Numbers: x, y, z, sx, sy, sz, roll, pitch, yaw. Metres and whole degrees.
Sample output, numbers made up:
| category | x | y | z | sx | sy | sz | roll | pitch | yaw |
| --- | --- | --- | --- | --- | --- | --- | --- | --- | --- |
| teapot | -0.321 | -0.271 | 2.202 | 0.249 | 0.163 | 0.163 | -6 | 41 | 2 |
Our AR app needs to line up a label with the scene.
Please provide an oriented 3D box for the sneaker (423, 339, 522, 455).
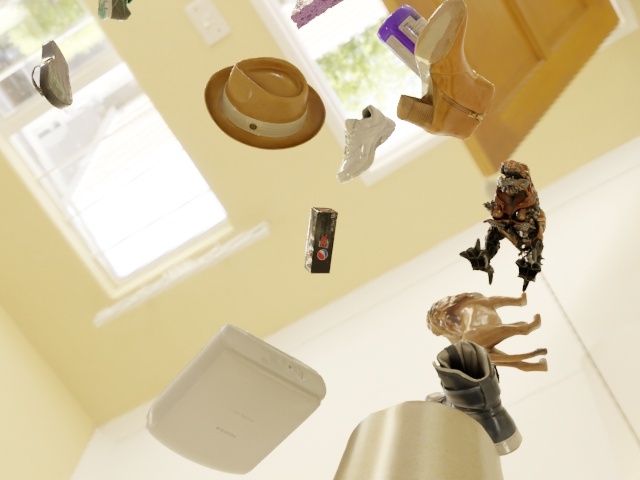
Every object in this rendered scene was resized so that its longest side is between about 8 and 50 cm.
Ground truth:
| category | x | y | z | sx | sy | sz | roll | pitch | yaw |
| --- | --- | --- | --- | --- | --- | --- | --- | --- | --- |
| sneaker | 0.207 | 0.225 | 1.414 | 0.086 | 0.163 | 0.226 | -32 | -164 | -21 |

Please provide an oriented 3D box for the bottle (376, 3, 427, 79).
| category | x | y | z | sx | sy | sz | roll | pitch | yaw |
| --- | --- | --- | --- | --- | --- | --- | --- | --- | --- |
| bottle | 0.268 | -0.437 | 2.203 | 0.118 | 0.283 | 0.092 | -47 | -179 | -41 |

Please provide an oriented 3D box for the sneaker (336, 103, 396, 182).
| category | x | y | z | sx | sy | sz | roll | pitch | yaw |
| --- | --- | --- | --- | --- | --- | --- | --- | --- | --- |
| sneaker | 0.088 | -0.244 | 2.287 | 0.090 | 0.115 | 0.232 | -18 | -146 | 55 |

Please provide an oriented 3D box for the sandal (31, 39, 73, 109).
| category | x | y | z | sx | sy | sz | roll | pitch | yaw |
| --- | --- | --- | --- | --- | --- | --- | --- | --- | --- |
| sandal | -0.545 | -0.327 | 1.857 | 0.054 | 0.097 | 0.254 | -25 | -150 | 0 |

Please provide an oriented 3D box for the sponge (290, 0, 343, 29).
| category | x | y | z | sx | sy | sz | roll | pitch | yaw |
| --- | --- | --- | --- | --- | --- | --- | --- | --- | --- |
| sponge | 0.011 | -0.474 | 1.715 | 0.117 | 0.031 | 0.210 | -28 | -153 | 26 |

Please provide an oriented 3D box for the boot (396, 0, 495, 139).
| category | x | y | z | sx | sy | sz | roll | pitch | yaw |
| --- | --- | --- | --- | --- | --- | --- | --- | --- | --- |
| boot | 0.300 | -0.363 | 1.982 | 0.104 | 0.211 | 0.295 | 51 | -55 | 47 |

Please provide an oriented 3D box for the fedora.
| category | x | y | z | sx | sy | sz | roll | pitch | yaw |
| --- | --- | --- | --- | --- | --- | --- | --- | --- | --- |
| fedora | -0.081 | -0.227 | 1.413 | 0.194 | 0.194 | 0.079 | -45 | 164 | -36 |

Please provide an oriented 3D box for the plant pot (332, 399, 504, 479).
| category | x | y | z | sx | sy | sz | roll | pitch | yaw |
| --- | --- | --- | --- | --- | --- | --- | --- | --- | --- |
| plant pot | 0.123 | 0.381 | 1.176 | 0.333 | 0.334 | 0.305 | -27 | -160 | 22 |

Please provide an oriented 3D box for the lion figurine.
| category | x | y | z | sx | sy | sz | roll | pitch | yaw |
| --- | --- | --- | --- | --- | --- | --- | --- | --- | --- |
| lion figurine | 0.378 | 0.209 | 2.131 | 0.240 | 0.142 | 0.392 | -4 | -172 | 2 |

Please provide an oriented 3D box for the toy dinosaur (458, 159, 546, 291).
| category | x | y | z | sx | sy | sz | roll | pitch | yaw |
| --- | --- | --- | --- | --- | --- | --- | --- | --- | --- |
| toy dinosaur | 0.419 | -0.021 | 1.914 | 0.164 | 0.322 | 0.218 | -6 | -132 | 45 |

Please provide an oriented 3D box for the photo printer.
| category | x | y | z | sx | sy | sz | roll | pitch | yaw |
| --- | --- | --- | --- | --- | --- | --- | --- | --- | --- |
| photo printer | -0.179 | 0.331 | 1.817 | 0.307 | 0.256 | 0.107 | -46 | -154 | 25 |

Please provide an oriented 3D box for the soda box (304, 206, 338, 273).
| category | x | y | z | sx | sy | sz | roll | pitch | yaw |
| --- | --- | --- | --- | --- | --- | --- | --- | --- | --- |
| soda box | 0.000 | 0.000 | 2.391 | 0.060 | 0.169 | 0.053 | 1 | -164 | -22 |

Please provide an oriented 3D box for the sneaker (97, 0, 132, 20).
| category | x | y | z | sx | sy | sz | roll | pitch | yaw |
| --- | --- | --- | --- | --- | --- | --- | --- | --- | --- |
| sneaker | -0.458 | -0.562 | 2.072 | 0.065 | 0.076 | 0.167 | -31 | -125 | 55 |
